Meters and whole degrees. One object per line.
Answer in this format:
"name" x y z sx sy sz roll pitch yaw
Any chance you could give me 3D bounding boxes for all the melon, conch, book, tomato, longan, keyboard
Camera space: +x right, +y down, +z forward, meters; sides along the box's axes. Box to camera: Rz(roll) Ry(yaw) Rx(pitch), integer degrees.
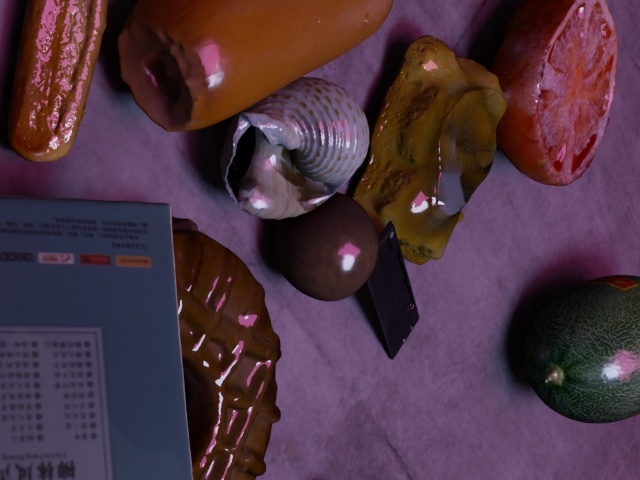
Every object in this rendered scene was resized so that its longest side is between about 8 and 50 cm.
"melon" 0.357 0.136 1.790 0.287 0.182 0.182 -13 108 -50
"conch" -0.031 -0.088 1.325 0.153 0.102 0.135 8 110 -30
"book" -0.213 0.147 1.029 0.264 0.031 0.380 4 72 -29
"tomato" 0.258 -0.181 1.656 0.236 0.095 0.237 -28 123 -53
"longan" 0.000 0.000 1.394 0.119 0.106 0.106 39 61 -3
"keyboard" 0.076 0.056 1.518 0.064 0.010 0.198 -56 153 -23

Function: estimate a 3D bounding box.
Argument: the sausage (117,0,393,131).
"sausage" -0.033 -0.211 1.284 0.354 0.116 0.134 -38 100 -44

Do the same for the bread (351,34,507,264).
"bread" 0.120 -0.092 1.521 0.160 0.088 0.233 16 88 -56

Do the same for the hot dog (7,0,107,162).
"hot dog" -0.204 -0.168 1.134 0.066 0.047 0.216 8 92 -15

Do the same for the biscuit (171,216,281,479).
"biscuit" -0.160 0.145 1.219 0.332 0.103 0.332 -15 109 -49
